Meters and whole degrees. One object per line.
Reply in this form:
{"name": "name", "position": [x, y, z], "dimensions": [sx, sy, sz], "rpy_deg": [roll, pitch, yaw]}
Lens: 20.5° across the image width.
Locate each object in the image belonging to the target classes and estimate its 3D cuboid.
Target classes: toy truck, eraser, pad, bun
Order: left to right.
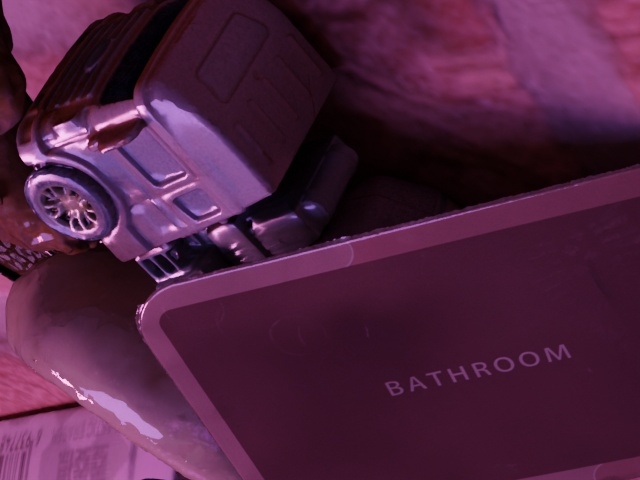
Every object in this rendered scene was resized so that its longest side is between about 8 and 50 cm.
{"name": "eraser", "position": [-0.134, 0.216, 1.282], "dimensions": [0.213, 0.082, 0.397], "rpy_deg": [45, 152, -16]}
{"name": "bun", "position": [-0.070, 0.057, 0.907], "dimensions": [0.183, 0.102, 0.183], "rpy_deg": [33, 173, 4]}
{"name": "toy truck", "position": [0.000, 0.000, 0.784], "dimensions": [0.140, 0.108, 0.257], "rpy_deg": [-18, 123, 43]}
{"name": "pad", "position": [0.068, 0.054, 0.750], "dimensions": [0.266, 0.002, 0.176], "rpy_deg": [-14, 129, 21]}

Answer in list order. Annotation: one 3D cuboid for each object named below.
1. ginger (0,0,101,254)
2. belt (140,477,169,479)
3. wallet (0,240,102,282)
{"name": "ginger", "position": [-0.186, -0.115, 0.795], "dimensions": [0.122, 0.084, 0.290], "rpy_deg": [-21, 100, 47]}
{"name": "belt", "position": [0.028, 0.253, 1.017], "dimensions": [0.347, 0.117, 0.212], "rpy_deg": [27, 161, -20]}
{"name": "wallet", "position": [-0.146, 0.007, 1.024], "dimensions": [0.243, 0.039, 0.133], "rpy_deg": [31, 147, 6]}
